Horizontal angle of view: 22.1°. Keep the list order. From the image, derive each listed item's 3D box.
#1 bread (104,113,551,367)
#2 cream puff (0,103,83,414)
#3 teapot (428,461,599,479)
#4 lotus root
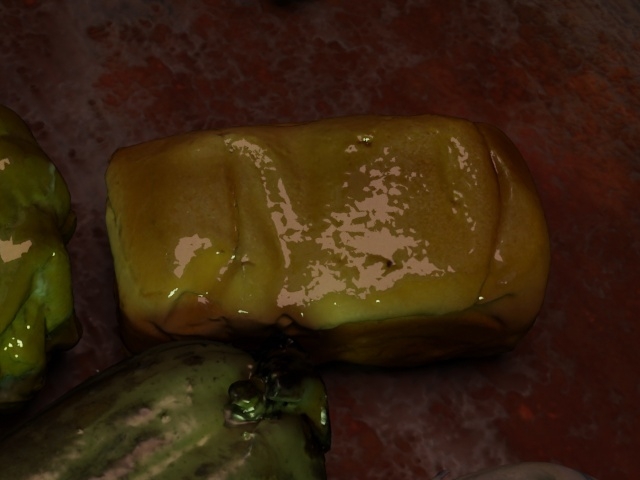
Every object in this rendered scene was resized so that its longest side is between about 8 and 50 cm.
[{"bbox_3d":[0.000,0.000,1.121,0.294,0.132,0.167,-2,64,-11],"label":"bread"},{"bbox_3d":[-0.232,0.007,1.056,0.195,0.195,0.221,-14,80,-16],"label":"cream puff"},{"bbox_3d":[0.122,0.279,0.910,0.424,0.252,0.280,-24,100,-1],"label":"teapot"},{"bbox_3d":[-0.131,0.167,0.979,0.309,0.173,0.173,-30,66,-25],"label":"lotus root"}]
